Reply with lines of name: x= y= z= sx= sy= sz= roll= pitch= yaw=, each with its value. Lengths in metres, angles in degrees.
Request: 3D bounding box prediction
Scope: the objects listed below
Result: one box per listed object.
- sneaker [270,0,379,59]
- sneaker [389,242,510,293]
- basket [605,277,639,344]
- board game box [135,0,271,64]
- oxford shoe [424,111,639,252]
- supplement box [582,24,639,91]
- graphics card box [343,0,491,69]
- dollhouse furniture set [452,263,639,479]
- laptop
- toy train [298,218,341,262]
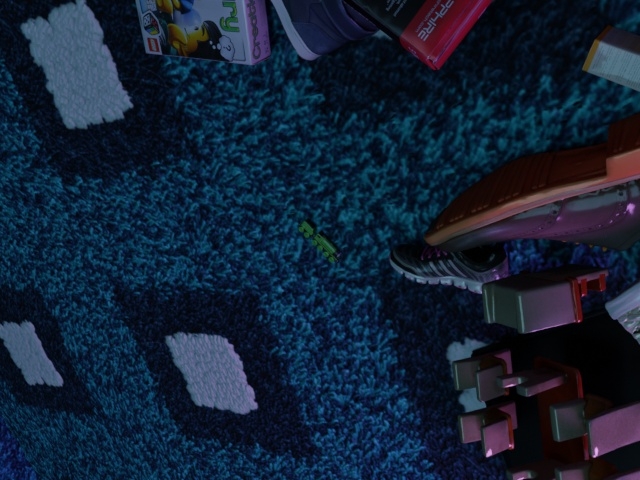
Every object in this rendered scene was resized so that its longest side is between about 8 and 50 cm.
sneaker: x=-0.006 y=-0.329 z=0.823 sx=0.163 sy=0.086 sz=0.226 roll=-3 pitch=133 yaw=47
sneaker: x=0.176 y=0.020 z=0.959 sx=0.170 sy=0.063 sz=0.075 roll=12 pitch=125 yaw=23
basket: x=0.414 y=0.054 z=0.754 sx=0.103 sy=0.113 sz=0.167 roll=55 pitch=132 yaw=16
board game box: x=-0.171 y=-0.390 z=0.920 sx=0.193 sy=0.053 sz=0.305 roll=13 pitch=126 yaw=28
oxford shoe: x=0.283 y=-0.032 z=0.807 sx=0.363 sy=0.130 sz=0.133 roll=-20 pitch=112 yaw=42
supplement box: x=0.326 y=-0.179 z=0.720 sx=0.098 sy=0.062 sz=0.036 roll=28 pitch=130 yaw=19
graphics card box: x=0.044 y=-0.375 z=0.711 sx=0.371 sy=0.094 sz=0.233 roll=39 pitch=105 yaw=7
dollhouse furniture set: x=0.287 y=0.168 z=0.862 sx=0.262 sy=0.135 sz=0.259 roll=-170 pitch=72 yaw=-69
laptop: x=0.473 y=0.290 z=0.953 sx=0.408 sy=0.236 sz=0.382 roll=33 pitch=140 yaw=-26
toy train: x=0.000 y=0.000 z=1.101 sx=0.083 sy=0.017 sz=0.024 roll=45 pitch=123 yaw=3
